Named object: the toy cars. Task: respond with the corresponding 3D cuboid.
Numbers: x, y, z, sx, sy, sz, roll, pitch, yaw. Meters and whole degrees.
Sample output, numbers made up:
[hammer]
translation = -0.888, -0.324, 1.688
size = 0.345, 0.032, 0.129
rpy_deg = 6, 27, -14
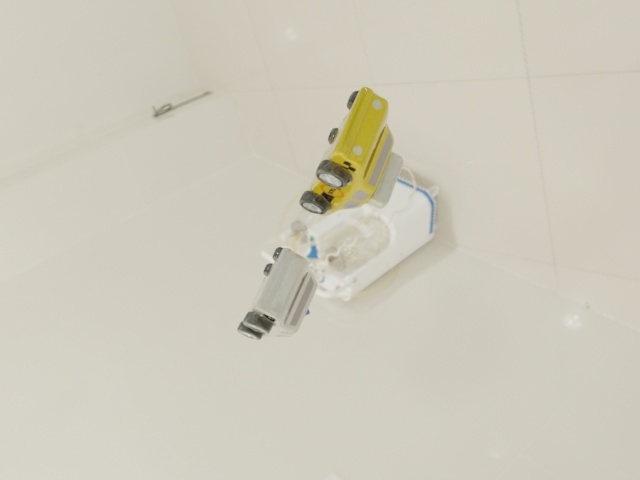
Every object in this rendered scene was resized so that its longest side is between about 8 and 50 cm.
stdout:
[toy cars]
translation = 0.000, 0.000, 0.743
size = 0.087, 0.176, 0.393
rpy_deg = 25, 121, -5
